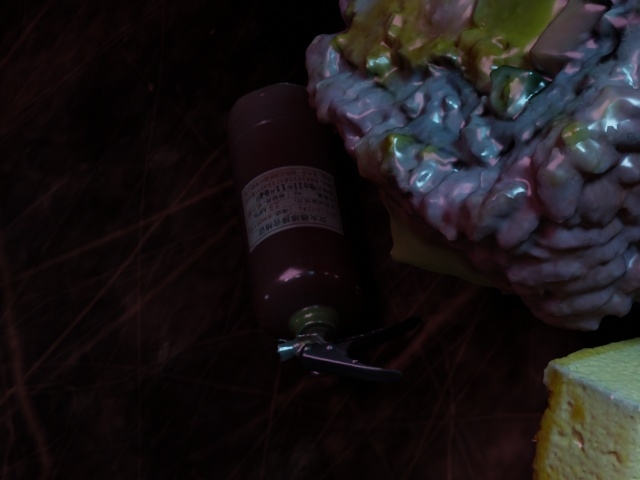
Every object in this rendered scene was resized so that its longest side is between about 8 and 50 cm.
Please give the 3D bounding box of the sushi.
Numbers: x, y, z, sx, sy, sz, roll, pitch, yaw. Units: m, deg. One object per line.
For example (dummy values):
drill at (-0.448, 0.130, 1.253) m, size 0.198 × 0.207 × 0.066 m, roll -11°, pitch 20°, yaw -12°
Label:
sushi at (0.122, -0.075, 1.012) m, size 0.236 × 0.171 × 0.270 m, roll -53°, pitch 41°, yaw 3°

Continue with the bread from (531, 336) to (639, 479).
bread at (0.162, 0.117, 0.948) m, size 0.084 × 0.080 × 0.109 m, roll 22°, pitch 111°, yaw 47°

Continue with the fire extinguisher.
fire extinguisher at (0.000, 0.000, 1.142) m, size 0.099 × 0.071 × 0.231 m, roll -12°, pitch 48°, yaw -1°
